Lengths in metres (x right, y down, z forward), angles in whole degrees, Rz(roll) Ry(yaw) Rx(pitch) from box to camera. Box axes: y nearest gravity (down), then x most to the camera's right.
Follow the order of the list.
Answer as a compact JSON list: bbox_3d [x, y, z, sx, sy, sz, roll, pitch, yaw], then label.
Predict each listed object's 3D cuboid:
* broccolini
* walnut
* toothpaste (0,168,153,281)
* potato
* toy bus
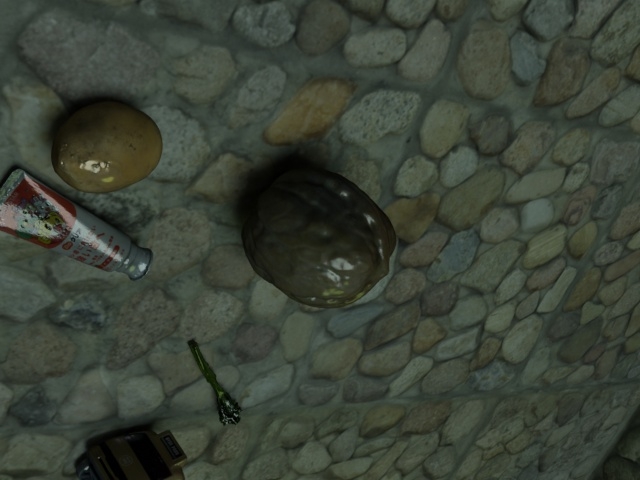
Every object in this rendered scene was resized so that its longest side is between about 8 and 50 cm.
[{"bbox_3d":[-0.177,0.238,1.527,0.042,0.044,0.218,-19,130,-4],"label":"broccolini"},{"bbox_3d":[0.000,0.000,1.323,0.224,0.224,0.224,-21,134,-23],"label":"walnut"},{"bbox_3d":[-0.326,-0.012,1.191,0.234,0.057,0.089,32,104,-40],"label":"toothpaste"},{"bbox_3d":[-0.264,-0.109,1.117,0.147,0.112,0.112,-17,133,-36],"label":"potato"},{"bbox_3d":[-0.303,0.451,1.523,0.157,0.139,0.289,-22,136,-27],"label":"toy bus"}]
